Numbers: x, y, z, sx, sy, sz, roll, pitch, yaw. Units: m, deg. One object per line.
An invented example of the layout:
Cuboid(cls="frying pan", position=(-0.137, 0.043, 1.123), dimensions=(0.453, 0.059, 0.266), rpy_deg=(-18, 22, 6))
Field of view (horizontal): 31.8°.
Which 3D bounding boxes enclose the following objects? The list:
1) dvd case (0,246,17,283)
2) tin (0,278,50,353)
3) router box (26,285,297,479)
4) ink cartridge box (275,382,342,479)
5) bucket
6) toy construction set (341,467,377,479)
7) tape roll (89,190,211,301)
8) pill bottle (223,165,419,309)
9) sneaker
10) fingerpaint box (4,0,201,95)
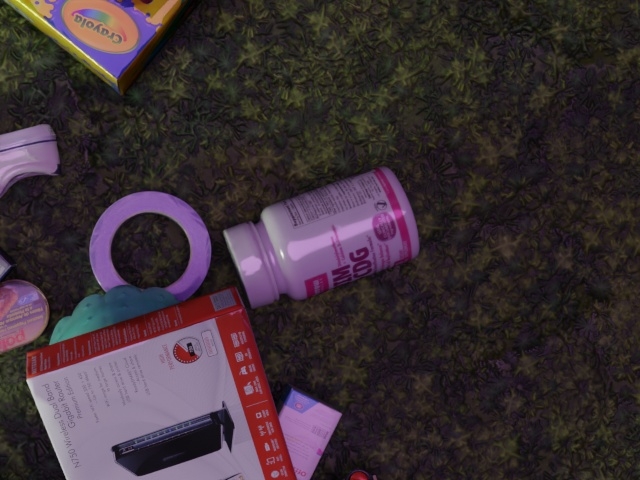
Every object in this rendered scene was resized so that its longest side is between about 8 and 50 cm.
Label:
Cuboid(cls="dvd case", position=(-0.599, 0.058, 1.714), dimensions=(0.179, 0.029, 0.238), rpy_deg=(45, 103, 5))
Cuboid(cls="tin", position=(-0.519, 0.129, 1.771), dimensions=(0.190, 0.040, 0.106), rpy_deg=(-20, 87, -7))
Cuboid(cls="router box", position=(-0.211, 0.266, 1.570), dimensions=(0.301, 0.082, 0.335), rpy_deg=(-18, 115, -7))
Cuboid(cls="ink cartridge box", position=(-0.042, 0.316, 1.801), dimensions=(0.092, 0.090, 0.143), rpy_deg=(28, 86, -6))
Cuboid(cls="bucket", position=(-0.280, 0.224, 1.683), dimensions=(0.281, 0.183, 0.281), rpy_deg=(-5, 112, -12))
Cuboid(cls="toy construction set", position=(0.039, 0.492, 1.777), dimensions=(0.328, 0.151, 0.215), rpy_deg=(-15, 66, -15))
Cuboid(cls="tape roll", position=(-0.269, 0.018, 1.785), dimensions=(0.189, 0.080, 0.189), rpy_deg=(0, 88, -7))
Cuboid(cls="pill bottle", position=(0.000, 0.000, 1.781), dimensions=(0.283, 0.160, 0.160), rpy_deg=(-20, 91, -7))
Cuboid(cls="sneaker", position=(-0.530, -0.104, 1.746), dimensions=(0.258, 0.094, 0.091), rpy_deg=(-18, 89, -7))
Cuboid(cls="fingerpaint box", position=(-0.370, -0.512, 1.744), dimensions=(0.445, 0.163, 0.371), rpy_deg=(39, 84, -5))
